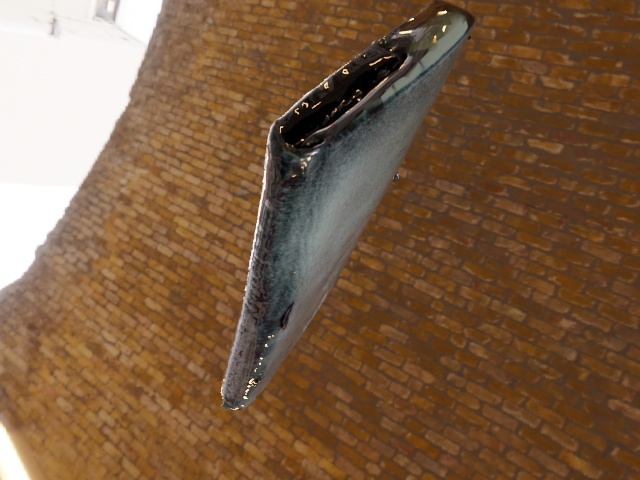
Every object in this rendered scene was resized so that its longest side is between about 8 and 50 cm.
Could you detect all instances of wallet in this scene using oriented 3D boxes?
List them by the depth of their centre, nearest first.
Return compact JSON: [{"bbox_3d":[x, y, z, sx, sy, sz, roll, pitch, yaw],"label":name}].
[{"bbox_3d":[0.000,0.000,0.520,0.046,0.190,0.379,35,-34,10],"label":"wallet"}]
